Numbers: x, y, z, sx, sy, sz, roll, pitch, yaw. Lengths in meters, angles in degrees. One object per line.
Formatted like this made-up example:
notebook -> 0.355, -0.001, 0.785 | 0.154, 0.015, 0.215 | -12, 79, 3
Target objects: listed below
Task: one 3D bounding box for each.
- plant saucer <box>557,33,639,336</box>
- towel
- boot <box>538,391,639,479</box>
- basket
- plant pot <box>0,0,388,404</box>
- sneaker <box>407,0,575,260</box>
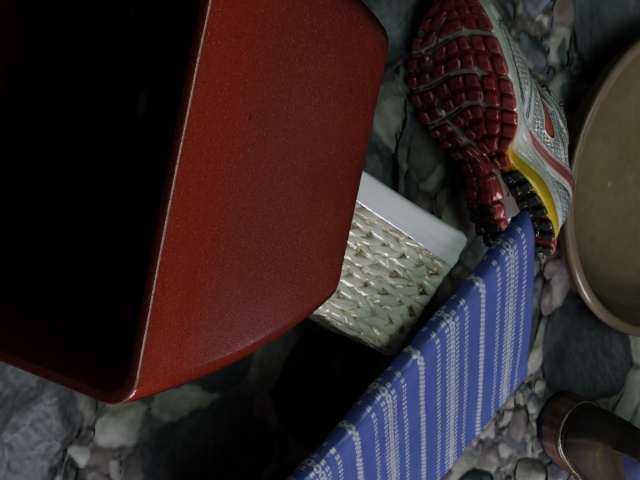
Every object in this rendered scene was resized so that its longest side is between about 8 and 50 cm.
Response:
plant saucer -> 0.291, -0.056, 1.655 | 0.278, 0.041, 0.278 | -15, 113, -38
towel -> 0.046, 0.153, 1.437 | 0.336, 0.040, 0.243 | -47, 157, -22
boot -> 0.282, 0.210, 1.682 | 0.219, 0.106, 0.082 | 38, 78, -41
basket -> 0.000, 0.000, 1.363 | 0.167, 0.113, 0.103 | 30, 84, -43
plant pot -> -0.109, -0.070, 1.163 | 0.235, 0.267, 0.267 | 1, 103, -54
sneaker -> 0.134, -0.096, 1.487 | 0.093, 0.088, 0.225 | -55, 135, -42
